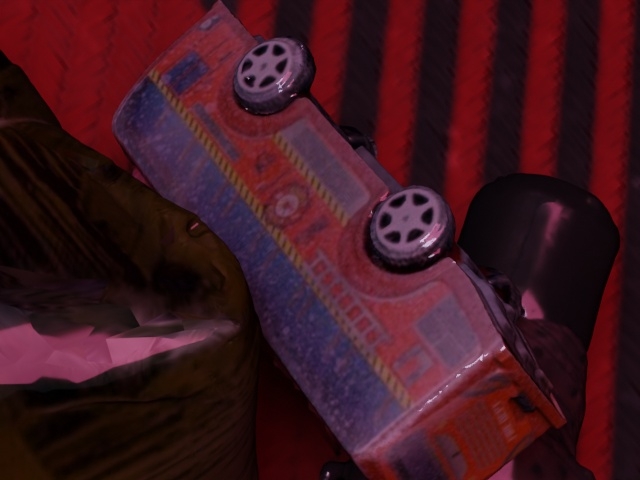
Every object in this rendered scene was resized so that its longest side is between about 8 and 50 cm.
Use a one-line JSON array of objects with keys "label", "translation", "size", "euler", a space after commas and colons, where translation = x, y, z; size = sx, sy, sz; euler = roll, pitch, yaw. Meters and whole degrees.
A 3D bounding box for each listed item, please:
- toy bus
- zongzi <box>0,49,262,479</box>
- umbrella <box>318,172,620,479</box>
[{"label": "toy bus", "translation": [0.000, 0.000, 0.524], "size": [0.077, 0.065, 0.192], "euler": [-40, 49, -1]}, {"label": "zongzi", "translation": [-0.198, 0.022, 0.486], "size": [0.274, 0.145, 0.300], "euler": [-32, 69, -21]}, {"label": "umbrella", "translation": [0.030, 0.127, 0.528], "size": [0.090, 0.094, 0.326], "euler": [8, 66, 35]}]
